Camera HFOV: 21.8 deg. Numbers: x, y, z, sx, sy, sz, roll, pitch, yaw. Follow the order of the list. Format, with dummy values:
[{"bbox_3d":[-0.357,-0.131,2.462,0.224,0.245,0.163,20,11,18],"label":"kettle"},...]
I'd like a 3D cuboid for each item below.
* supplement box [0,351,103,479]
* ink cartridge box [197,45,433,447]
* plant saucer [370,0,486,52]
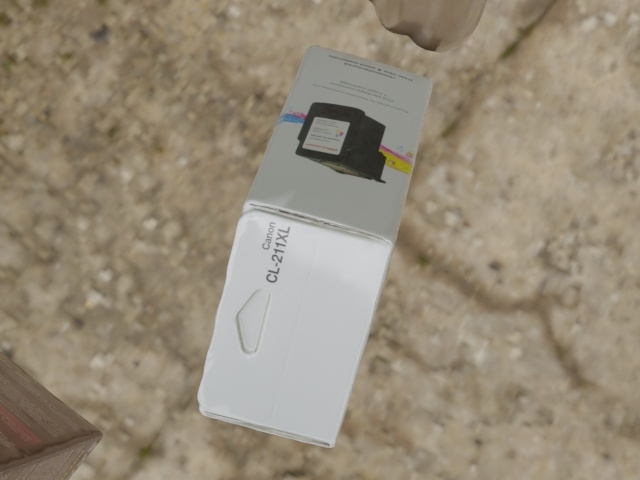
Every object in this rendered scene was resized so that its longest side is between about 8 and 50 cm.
[{"bbox_3d":[-0.221,0.107,0.938,0.130,0.239,0.073,39,95,8],"label":"supplement box"},{"bbox_3d":[0.000,0.000,0.840,0.072,0.175,0.127,16,122,1],"label":"ink cartridge box"},{"bbox_3d":[0.010,-0.182,0.378,0.041,0.278,0.278,-2,129,-1],"label":"plant saucer"}]
